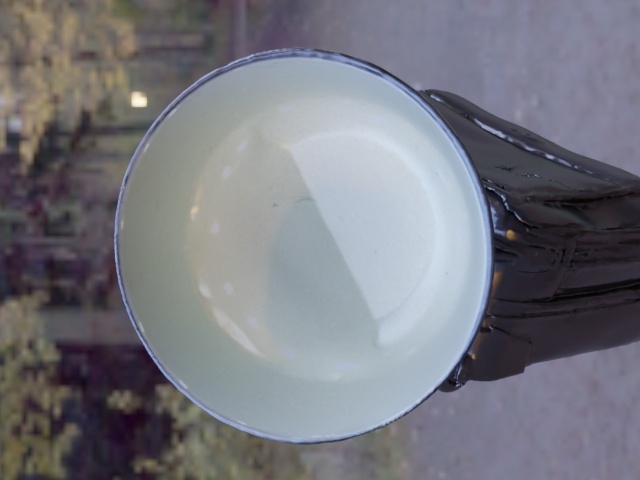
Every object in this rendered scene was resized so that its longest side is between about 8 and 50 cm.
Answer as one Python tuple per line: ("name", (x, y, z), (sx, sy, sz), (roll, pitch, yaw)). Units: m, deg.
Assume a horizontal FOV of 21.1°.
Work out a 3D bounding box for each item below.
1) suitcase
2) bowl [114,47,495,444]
("suitcase", (0.132, -0.018, 1.602), (0.345, 0.339, 0.188), (30, 112, 38))
("bowl", (0.000, 0.000, 1.076), (0.126, 0.237, 0.238), (-20, -70, -76))
